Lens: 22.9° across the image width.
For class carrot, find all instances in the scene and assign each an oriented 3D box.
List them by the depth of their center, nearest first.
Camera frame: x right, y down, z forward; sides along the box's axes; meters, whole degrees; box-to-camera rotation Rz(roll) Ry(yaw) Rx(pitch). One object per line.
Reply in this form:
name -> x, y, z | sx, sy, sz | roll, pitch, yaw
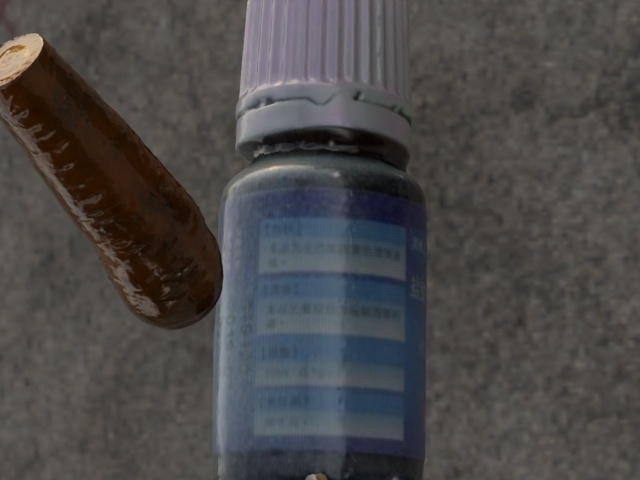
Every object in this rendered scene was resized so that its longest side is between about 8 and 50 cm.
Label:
carrot -> -0.053, -0.013, 0.400 | 0.032, 0.032, 0.093 | 36, 164, 50

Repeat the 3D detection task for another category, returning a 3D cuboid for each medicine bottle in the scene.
medicine bottle -> 0.000, 0.000, 0.616 | 0.083, 0.083, 0.203 | -17, 70, 55

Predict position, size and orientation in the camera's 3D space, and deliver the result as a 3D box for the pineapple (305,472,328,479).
pineapple -> -0.081, 0.182, 0.342 | 0.271, 0.262, 0.262 | -13, 81, 50
